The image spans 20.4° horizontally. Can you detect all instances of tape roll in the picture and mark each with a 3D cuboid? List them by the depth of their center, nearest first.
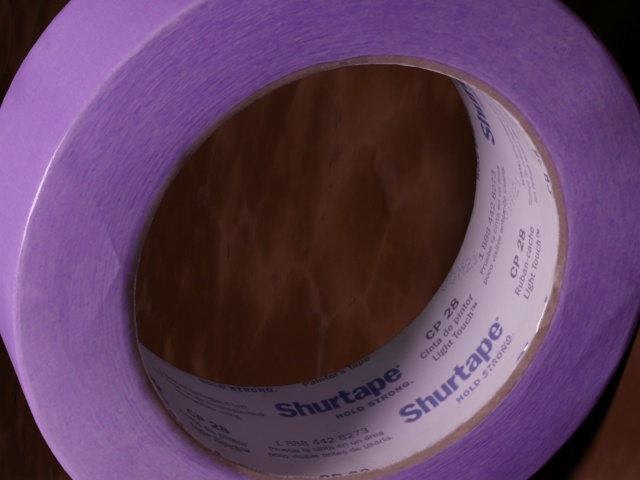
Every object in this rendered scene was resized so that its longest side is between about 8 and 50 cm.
[{"bbox_3d":[0.000,0.000,0.747,0.090,0.275,0.275,-131,51,-59],"label":"tape roll"}]
